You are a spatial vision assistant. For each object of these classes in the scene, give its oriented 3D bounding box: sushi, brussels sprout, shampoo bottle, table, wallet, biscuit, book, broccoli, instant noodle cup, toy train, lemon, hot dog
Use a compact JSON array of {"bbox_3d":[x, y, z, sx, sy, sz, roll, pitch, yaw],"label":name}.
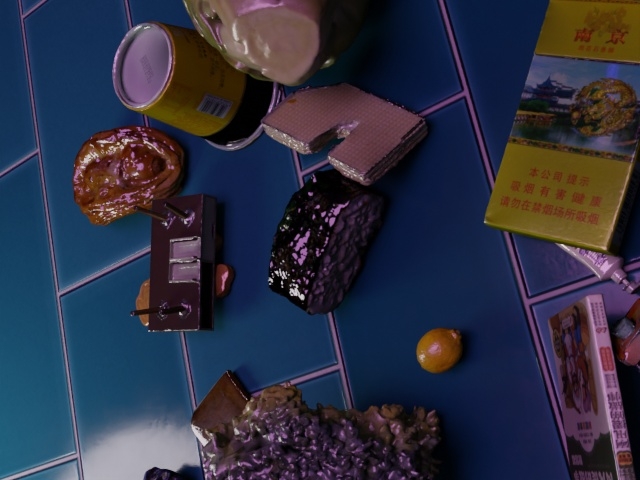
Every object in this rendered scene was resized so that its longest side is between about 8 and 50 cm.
[{"bbox_3d":[0.000,0.000,1.484,0.127,0.124,0.225,33,105,34],"label":"sushi"},{"bbox_3d":[-0.068,-0.393,1.480,0.281,0.289,0.354,-33,37,21],"label":"brussels sprout"},{"bbox_3d":[0.367,0.022,1.256,0.049,0.034,0.141,-50,58,13],"label":"shampoo bottle"},{"bbox_3d":[-0.264,0.038,1.653,0.121,0.111,0.240,-6,79,33],"label":"table"},{"bbox_3d":[-0.126,0.352,1.591,0.255,0.031,0.137,49,113,32],"label":"wallet"},{"bbox_3d":[0.034,-0.177,1.490,0.250,0.046,0.147,30,65,36],"label":"biscuit"},{"bbox_3d":[-0.257,0.079,1.732,0.236,0.040,0.144,-34,59,27],"label":"biscuit"},{"bbox_3d":[0.334,0.211,1.167,0.027,0.202,0.264,-6,77,-2],"label":"book"},{"bbox_3d":[-0.006,0.345,1.361,0.348,0.281,0.293,17,105,-2],"label":"broccoli"},{"bbox_3d":[-0.219,-0.274,1.625,0.215,0.236,0.215,-4,84,37],"label":"instant noodle cup"},{"bbox_3d":[0.427,0.138,1.115,0.188,0.099,0.072,31,109,-1],"label":"toy train"},{"bbox_3d":[0.173,0.158,1.367,0.083,0.062,0.062,-49,58,23],"label":"lemon"},{"bbox_3d":[-0.378,-0.126,1.801,0.259,0.114,0.175,-16,75,36],"label":"hot dog"}]

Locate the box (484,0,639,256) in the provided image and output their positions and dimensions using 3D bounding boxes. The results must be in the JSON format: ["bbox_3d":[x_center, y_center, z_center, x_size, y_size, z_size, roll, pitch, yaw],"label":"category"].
[{"bbox_3d":[0.352,-0.159,1.264,0.187,0.047,0.335,15,86,39],"label":"box"}]

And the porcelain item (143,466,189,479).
[{"bbox_3d":[-0.224,0.502,1.596,0.288,0.138,0.186,6,70,42],"label":"porcelain item"}]
